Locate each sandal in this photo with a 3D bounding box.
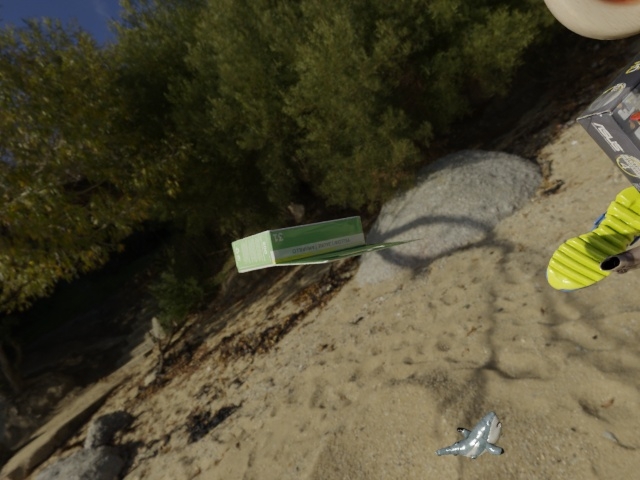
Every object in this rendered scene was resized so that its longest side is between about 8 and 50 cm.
[{"bbox_3d":[0.710,0.013,1.086,0.317,0.126,0.138,-42,-27,7],"label":"sandal"}]

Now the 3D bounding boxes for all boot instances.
[{"bbox_3d":[0.535,0.025,0.718,0.087,0.042,0.118,-9,-26,-8],"label":"boot"}]

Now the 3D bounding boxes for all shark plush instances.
[{"bbox_3d":[0.325,0.427,0.935,0.161,0.067,0.073,-37,-3,34],"label":"shark plush"}]

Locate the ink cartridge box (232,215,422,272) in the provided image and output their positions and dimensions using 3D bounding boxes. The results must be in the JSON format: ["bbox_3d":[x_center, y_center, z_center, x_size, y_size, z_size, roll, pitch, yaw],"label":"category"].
[{"bbox_3d":[0.000,0.000,0.616,0.171,0.056,0.235,-12,-1,-36],"label":"ink cartridge box"}]

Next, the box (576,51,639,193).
[{"bbox_3d":[0.725,-0.203,0.793,0.318,0.395,0.097,-45,9,2],"label":"box"}]

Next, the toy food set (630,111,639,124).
[{"bbox_3d":[0.404,-0.158,0.490,0.083,0.020,0.082,-48,14,-12],"label":"toy food set"}]

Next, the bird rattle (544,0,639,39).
[{"bbox_3d":[0.283,-0.302,0.409,0.253,0.207,0.143,-22,9,1],"label":"bird rattle"}]
